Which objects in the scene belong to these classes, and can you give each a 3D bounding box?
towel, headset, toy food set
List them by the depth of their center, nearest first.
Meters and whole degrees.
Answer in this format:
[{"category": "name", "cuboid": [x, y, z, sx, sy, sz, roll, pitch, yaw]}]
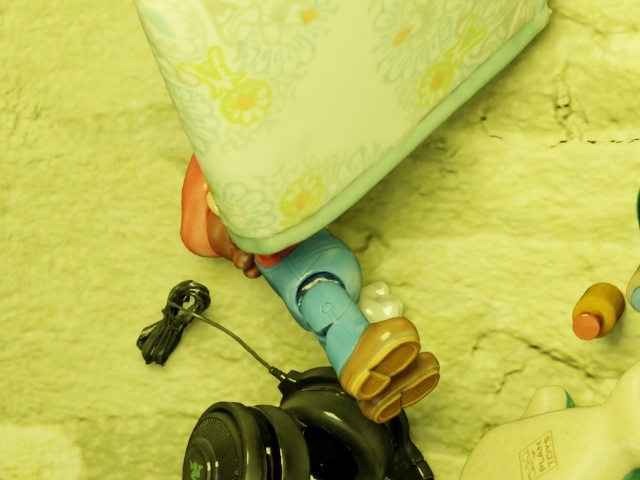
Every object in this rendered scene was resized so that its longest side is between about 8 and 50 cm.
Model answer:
[{"category": "towel", "cuboid": [0.031, -0.201, 1.221, 0.090, 0.374, 0.320, 34, 157, 36]}, {"category": "toy food set", "cuboid": [0.342, 0.078, 1.344, 0.232, 0.104, 0.111, 25, 109, 13]}, {"category": "headset", "cuboid": [-0.043, 0.212, 1.462, 0.394, 0.243, 0.185, 57, 134, 16]}]

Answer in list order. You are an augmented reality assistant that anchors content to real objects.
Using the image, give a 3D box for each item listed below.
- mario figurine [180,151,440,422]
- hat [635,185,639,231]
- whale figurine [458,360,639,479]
[{"category": "mario figurine", "cuboid": [0.000, 0.000, 1.413, 0.320, 0.170, 0.198, 50, 142, 28]}, {"category": "hat", "cuboid": [0.387, -0.032, 1.233, 0.208, 0.173, 0.183, 33, 146, -2]}, {"category": "whale figurine", "cuboid": [0.237, 0.223, 1.372, 0.141, 0.216, 0.272, 25, 127, -24]}]
